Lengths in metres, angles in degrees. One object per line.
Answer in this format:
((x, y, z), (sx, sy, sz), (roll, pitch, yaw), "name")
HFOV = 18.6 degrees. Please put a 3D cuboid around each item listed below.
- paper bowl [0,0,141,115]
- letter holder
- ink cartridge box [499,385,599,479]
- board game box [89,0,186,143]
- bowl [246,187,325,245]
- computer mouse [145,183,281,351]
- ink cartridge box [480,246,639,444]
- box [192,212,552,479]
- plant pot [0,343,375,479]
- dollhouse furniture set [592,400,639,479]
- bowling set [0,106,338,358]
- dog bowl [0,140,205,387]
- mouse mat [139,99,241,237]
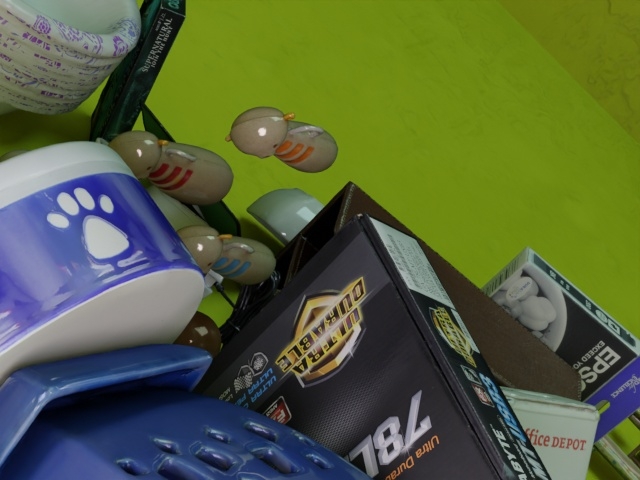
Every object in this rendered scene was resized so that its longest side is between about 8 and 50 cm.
((-0.311, -0.224, 1.749), (0.284, 0.148, 0.284), (37, 22, -17), "paper bowl")
((0.081, 0.129, 1.802), (0.302, 0.152, 0.214), (40, 23, -11), "letter holder")
((0.138, 0.228, 1.618), (0.092, 0.217, 0.158), (14, 0, 37), "ink cartridge box")
((-0.172, -0.161, 1.829), (0.026, 0.186, 0.126), (21, 27, -15), "board game box")
((0.000, 0.000, 1.954), (0.142, 0.053, 0.142), (42, -2, -14), "bowl")
((-0.118, 0.018, 1.739), (0.193, 0.106, 0.042), (46, 13, 30), "computer mouse")
((0.212, 0.138, 1.942), (0.208, 0.206, 0.045), (39, 28, -12), "ink cartridge box")
((0.005, 0.182, 1.363), (0.073, 0.295, 0.293), (25, 29, -42), "box")
((-0.122, 0.200, 1.204), (0.212, 0.236, 0.236), (43, 20, 17), "plant pot")
((0.325, 0.203, 2.233), (0.182, 0.101, 0.161), (48, -3, 10), "dollhouse furniture set")
((-0.122, 0.002, 1.627), (0.154, 0.287, 0.199), (18, 61, -61), "bowling set")
((-0.207, 0.060, 1.249), (0.104, 0.265, 0.265), (52, 22, 13), "dog bowl")
((-0.116, -0.041, 1.815), (0.152, 0.007, 0.189), (51, -11, 16), "mouse mat")
